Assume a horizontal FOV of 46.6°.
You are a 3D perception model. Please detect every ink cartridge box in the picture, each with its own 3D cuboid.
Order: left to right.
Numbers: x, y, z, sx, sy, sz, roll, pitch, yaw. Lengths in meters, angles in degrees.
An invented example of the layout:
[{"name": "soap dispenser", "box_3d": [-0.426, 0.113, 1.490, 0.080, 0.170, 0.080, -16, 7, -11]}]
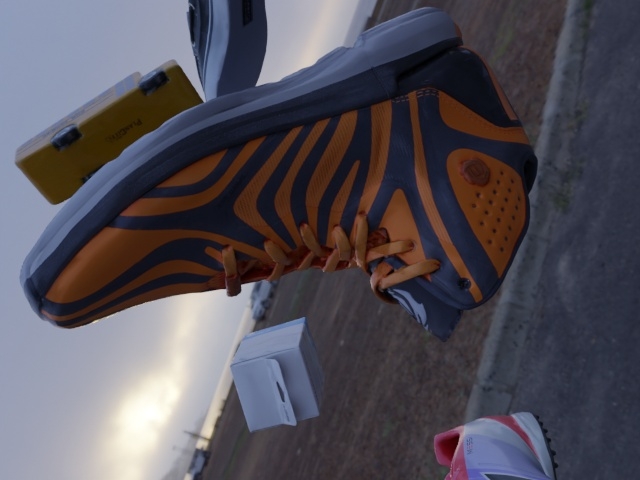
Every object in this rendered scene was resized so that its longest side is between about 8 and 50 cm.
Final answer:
[{"name": "ink cartridge box", "box_3d": [-0.052, 0.168, 0.929, 0.143, 0.090, 0.092, -68, -38, -80]}]

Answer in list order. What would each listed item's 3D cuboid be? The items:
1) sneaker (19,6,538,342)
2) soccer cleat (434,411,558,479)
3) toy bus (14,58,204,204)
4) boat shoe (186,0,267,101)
[{"name": "sneaker", "box_3d": [0.000, 0.000, 0.441, 0.321, 0.180, 0.124, -31, -9, -11]}, {"name": "soccer cleat", "box_3d": [0.173, 0.248, 0.680, 0.318, 0.116, 0.108, -62, -34, -80]}, {"name": "toy bus", "box_3d": [-0.374, -0.199, 1.331, 0.333, 0.108, 0.130, -33, 31, -1]}, {"name": "boat shoe", "box_3d": [-0.061, -0.138, 0.454, 0.049, 0.040, 0.142, -43, -23, -36]}]
